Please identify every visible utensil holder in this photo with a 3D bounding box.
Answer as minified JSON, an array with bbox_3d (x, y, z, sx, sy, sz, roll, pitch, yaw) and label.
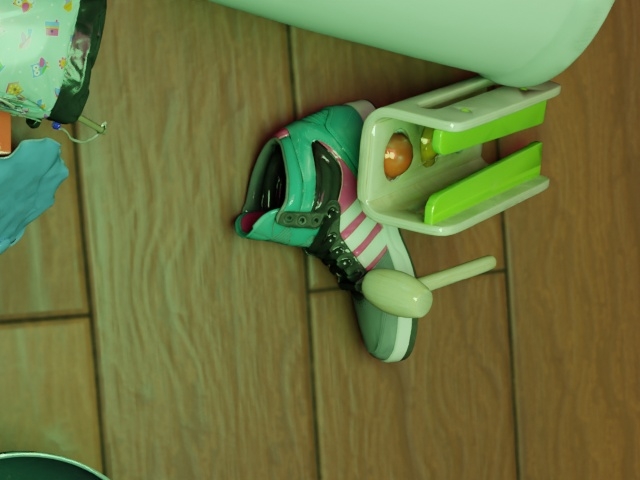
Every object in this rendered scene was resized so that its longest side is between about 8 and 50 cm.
[{"bbox_3d":[0.083,-0.358,1.873,0.385,0.327,0.328,12,88,-25],"label":"utensil holder"}]

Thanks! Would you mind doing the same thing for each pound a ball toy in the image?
[{"bbox_3d":[0.131,-0.060,1.960,0.319,0.135,0.208,-24,124,-55],"label":"pound a ball toy"}]

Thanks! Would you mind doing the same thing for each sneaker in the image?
[{"bbox_3d":[0.000,0.000,1.979,0.178,0.124,0.295,-10,87,-25],"label":"sneaker"}]

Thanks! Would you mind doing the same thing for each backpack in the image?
[{"bbox_3d":[-0.291,-0.188,1.616,0.182,0.115,0.152,12,89,-23],"label":"backpack"}]

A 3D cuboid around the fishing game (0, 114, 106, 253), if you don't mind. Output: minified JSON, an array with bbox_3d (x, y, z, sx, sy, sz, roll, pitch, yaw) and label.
[{"bbox_3d":[-0.333,-0.041,1.841,0.264,0.189,0.041,-47,74,4],"label":"fishing game"}]

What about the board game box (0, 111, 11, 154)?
[{"bbox_3d":[-0.366,-0.240,1.775,0.064,0.242,0.316,-1,92,-25],"label":"board game box"}]

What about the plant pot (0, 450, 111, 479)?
[{"bbox_3d":[-0.326,0.347,1.830,0.290,0.195,0.290,-1,92,-22],"label":"plant pot"}]
